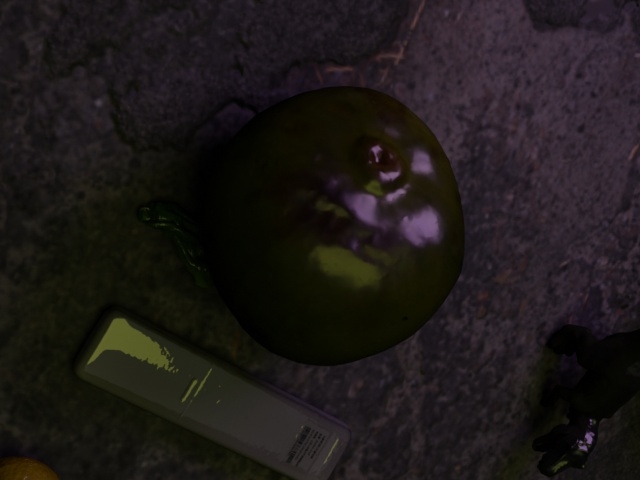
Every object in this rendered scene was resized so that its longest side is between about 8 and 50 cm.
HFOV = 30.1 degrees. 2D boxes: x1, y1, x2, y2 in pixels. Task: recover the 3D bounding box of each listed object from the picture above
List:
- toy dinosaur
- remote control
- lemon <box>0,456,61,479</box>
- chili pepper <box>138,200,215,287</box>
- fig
[{"bbox_3d":[0.283,0.151,1.097,0.087,0.179,0.187,13,102,-28],"label":"toy dinosaur"},{"bbox_3d":[-0.085,0.135,1.000,0.261,0.029,0.067,31,91,-28],"label":"remote control"},{"bbox_3d":[-0.236,0.199,0.922,0.092,0.065,0.065,29,92,-39],"label":"lemon"},{"bbox_3d":[-0.106,0.001,0.945,0.034,0.030,0.091,-31,117,14],"label":"chili pepper"},{"bbox_3d":[0.000,0.000,0.924,0.203,0.203,0.225,-6,151,-25],"label":"fig"}]
